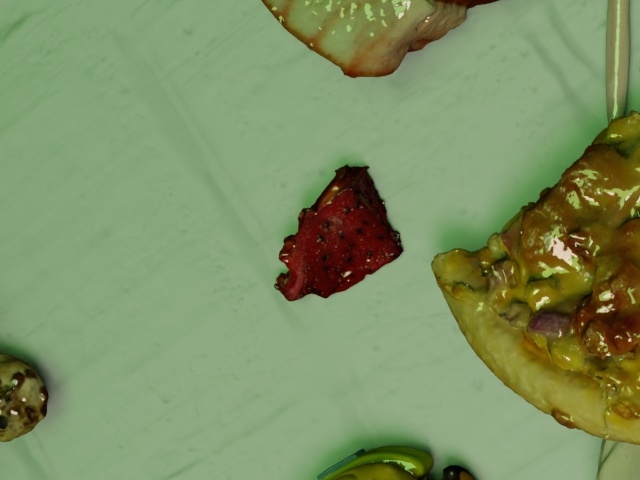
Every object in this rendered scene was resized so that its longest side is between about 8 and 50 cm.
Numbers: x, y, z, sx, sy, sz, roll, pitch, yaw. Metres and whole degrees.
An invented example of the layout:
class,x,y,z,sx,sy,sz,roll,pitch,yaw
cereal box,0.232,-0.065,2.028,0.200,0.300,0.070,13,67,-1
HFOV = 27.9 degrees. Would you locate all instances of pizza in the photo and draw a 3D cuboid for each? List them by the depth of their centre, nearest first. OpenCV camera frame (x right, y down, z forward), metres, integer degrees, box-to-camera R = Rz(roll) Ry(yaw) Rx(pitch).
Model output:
class,x,y,z,sx,sy,sz,roll,pitch,yaw
pizza,0.265,0.024,0.978,0.409,0.114,0.278,17,82,40

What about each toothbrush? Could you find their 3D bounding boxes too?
class,x,y,z,sx,sy,sz,roll,pitch,yaw
toothbrush,0.251,-0.234,1.058,0.029,0.025,0.307,2,94,13

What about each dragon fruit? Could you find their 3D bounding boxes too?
class,x,y,z,sx,sy,sz,roll,pitch,yaw
dragon fruit,-0.001,0.000,1.153,0.131,0.063,0.097,-33,82,20

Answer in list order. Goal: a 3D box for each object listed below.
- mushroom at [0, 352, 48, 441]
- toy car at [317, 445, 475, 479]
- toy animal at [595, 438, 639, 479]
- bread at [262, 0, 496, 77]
class,x,y,z,sx,sy,sz,roll,pitch,yaw
mushroom,-0.440,0.159,1.279,0.254,0.267,0.267,40,110,-21
toy car,0.068,0.306,1.107,0.200,0.142,0.248,-38,82,19
toy animal,0.318,0.196,0.988,0.266,0.188,0.308,41,112,23
bread,0.070,-0.322,1.074,0.327,0.114,0.295,-35,79,20
